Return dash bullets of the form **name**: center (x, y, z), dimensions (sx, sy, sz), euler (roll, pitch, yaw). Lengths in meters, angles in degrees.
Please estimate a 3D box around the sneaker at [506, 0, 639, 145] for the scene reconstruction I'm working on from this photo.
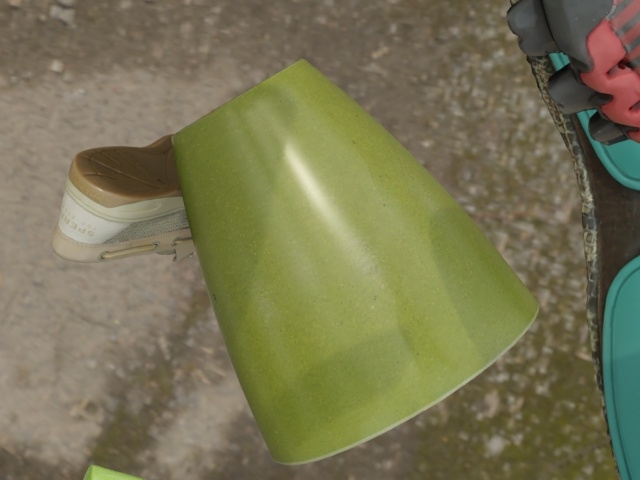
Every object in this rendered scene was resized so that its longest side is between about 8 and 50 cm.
- **sneaker**: center (0.164, -0.074, 0.459), dimensions (0.276, 0.135, 0.098), euler (21, 55, -44)

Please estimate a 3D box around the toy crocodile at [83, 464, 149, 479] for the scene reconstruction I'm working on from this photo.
- **toy crocodile**: center (-0.118, 0.262, 0.745), dimensions (0.115, 0.340, 0.105), euler (22, 132, -14)

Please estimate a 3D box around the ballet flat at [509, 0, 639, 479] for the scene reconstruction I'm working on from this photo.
- **ballet flat**: center (0.233, -0.023, 0.852), dimensions (0.182, 0.164, 0.483), euler (-14, 89, -59)

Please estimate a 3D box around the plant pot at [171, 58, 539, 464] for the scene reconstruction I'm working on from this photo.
- **plant pot**: center (0.000, 0.000, 1.251), dimensions (0.275, 0.275, 0.293), euler (-34, 97, -28)

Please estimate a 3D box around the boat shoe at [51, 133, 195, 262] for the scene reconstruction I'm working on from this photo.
- **boat shoe**: center (-0.145, -0.035, 1.393), dimensions (0.302, 0.109, 0.098), euler (-12, 135, -56)
